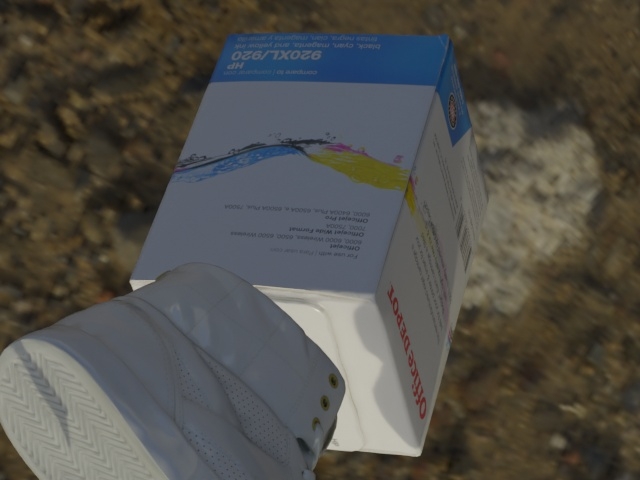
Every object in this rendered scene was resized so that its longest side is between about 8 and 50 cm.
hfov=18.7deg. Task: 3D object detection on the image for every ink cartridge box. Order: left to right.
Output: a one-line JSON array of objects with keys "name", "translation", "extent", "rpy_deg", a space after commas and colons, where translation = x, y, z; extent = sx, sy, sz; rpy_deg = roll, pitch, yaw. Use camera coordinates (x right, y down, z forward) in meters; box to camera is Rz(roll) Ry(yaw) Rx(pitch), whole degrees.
[{"name": "ink cartridge box", "translation": [0.000, 0.000, 1.313], "extent": [0.168, 0.171, 0.232], "rpy_deg": [3, 50, 18]}]

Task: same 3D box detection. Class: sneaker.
[{"name": "sneaker", "translation": [-0.016, 0.139, 0.970], "extent": [0.108, 0.169, 0.292], "rpy_deg": [-37, 86, 38]}]
